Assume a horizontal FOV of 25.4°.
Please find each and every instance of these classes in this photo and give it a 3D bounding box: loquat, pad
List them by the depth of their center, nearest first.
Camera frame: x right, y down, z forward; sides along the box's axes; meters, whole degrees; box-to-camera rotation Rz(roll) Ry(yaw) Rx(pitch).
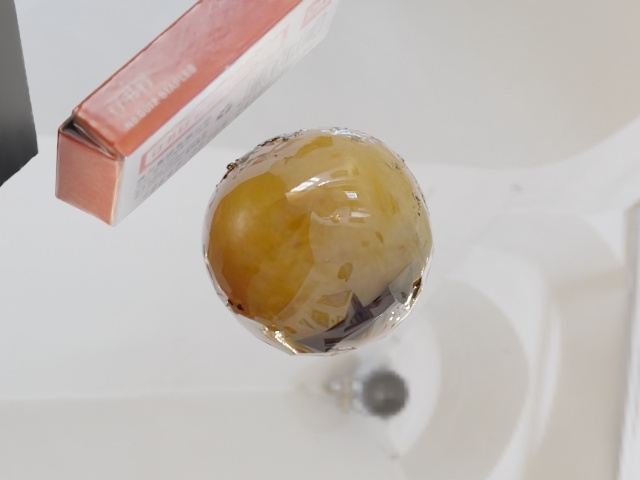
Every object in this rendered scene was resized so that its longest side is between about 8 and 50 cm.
[{"bbox_3d":[-0.267,-0.097,1.028,0.006,0.245,0.170,3,-64,15],"label":"pad"},{"bbox_3d":[0.000,0.000,1.400,0.235,0.235,0.235,-6,-98,56],"label":"loquat"}]

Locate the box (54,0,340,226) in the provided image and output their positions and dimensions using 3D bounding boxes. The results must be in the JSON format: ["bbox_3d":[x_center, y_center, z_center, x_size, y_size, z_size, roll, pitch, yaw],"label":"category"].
[{"bbox_3d":[-0.075,-0.108,0.917,0.050,0.229,0.123,43,-21,7],"label":"box"}]
